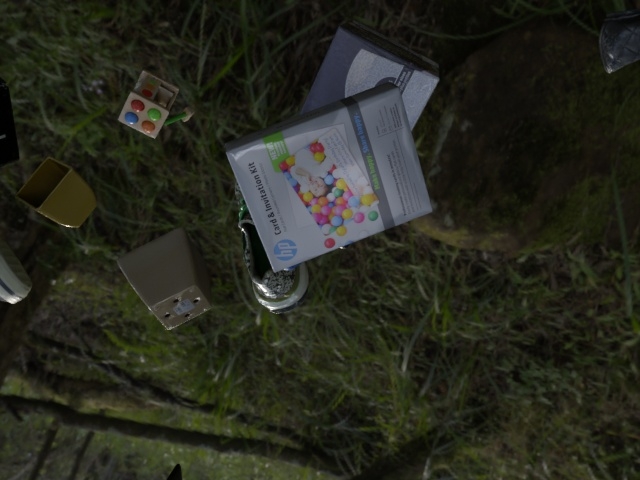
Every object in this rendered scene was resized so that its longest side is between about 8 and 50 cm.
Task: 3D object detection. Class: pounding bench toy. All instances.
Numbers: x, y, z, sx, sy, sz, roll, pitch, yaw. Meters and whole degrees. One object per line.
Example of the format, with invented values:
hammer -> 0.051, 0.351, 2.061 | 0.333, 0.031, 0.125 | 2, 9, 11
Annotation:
pounding bench toy -> -0.211, -0.170, 0.828 | 0.083, 0.065, 0.052 | 26, 132, -19

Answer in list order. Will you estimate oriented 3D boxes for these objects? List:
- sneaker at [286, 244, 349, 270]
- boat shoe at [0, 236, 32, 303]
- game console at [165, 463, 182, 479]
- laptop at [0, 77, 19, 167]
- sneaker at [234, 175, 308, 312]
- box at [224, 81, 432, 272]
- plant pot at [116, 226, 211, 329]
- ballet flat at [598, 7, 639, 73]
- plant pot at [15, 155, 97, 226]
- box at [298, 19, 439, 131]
sneaker -> 0.000, 0.000, 1.030 | 0.084, 0.152, 0.058 | 39, 180, 36
boat shoe -> -0.610, -0.007, 0.953 | 0.500, 0.156, 0.187 | 23, 147, 31
game console -> -0.255, 0.419, 0.958 | 0.071, 0.107, 0.122 | 55, -164, -5
laptop -> -0.760, -0.265, 1.276 | 0.136, 0.264, 0.234 | 10, -154, 15
sneaker -> -0.130, -0.046, 1.461 | 0.158, 0.410, 0.182 | -20, 156, 8
box -> 0.011, -0.066, 0.667 | 0.038, 0.186, 0.145 | -113, 3, -65
plant pot -> -0.221, 0.066, 0.939 | 0.096, 0.109, 0.109 | 59, 173, 35
ballet flat -> 0.312, -0.165, 0.499 | 0.173, 0.049, 0.057 | -1, -162, 14
plant pot -> -0.395, -0.066, 0.969 | 0.081, 0.081, 0.083 | 23, 164, 39
box -> 0.055, -0.179, 0.956 | 0.163, 0.247, 0.142 | 27, -154, -2
